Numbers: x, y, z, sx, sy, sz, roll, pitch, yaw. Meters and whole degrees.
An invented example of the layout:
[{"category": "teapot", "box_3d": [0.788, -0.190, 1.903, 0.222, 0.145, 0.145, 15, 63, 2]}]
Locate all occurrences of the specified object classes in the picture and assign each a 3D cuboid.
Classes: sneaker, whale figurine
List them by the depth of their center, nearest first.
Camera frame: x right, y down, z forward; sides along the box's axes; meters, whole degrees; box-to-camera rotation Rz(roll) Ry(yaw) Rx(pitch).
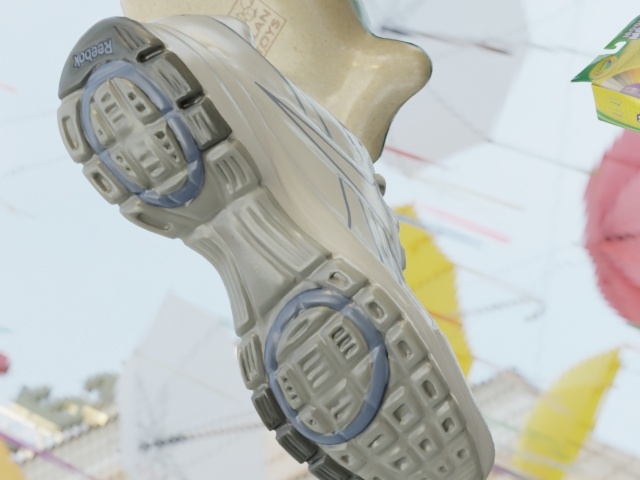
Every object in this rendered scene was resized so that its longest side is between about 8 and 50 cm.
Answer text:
[{"category": "sneaker", "box_3d": [0.000, 0.000, 0.956, 0.297, 0.111, 0.129, 56, -144, 0]}, {"category": "whale figurine", "box_3d": [-0.024, -0.175, 1.441, 0.141, 0.272, 0.216, -17, -38, -59]}]

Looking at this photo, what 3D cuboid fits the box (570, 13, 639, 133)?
[{"category": "box", "box_3d": [0.287, -0.116, 1.442, 0.105, 0.179, 0.043, -43, -43, -27]}]
